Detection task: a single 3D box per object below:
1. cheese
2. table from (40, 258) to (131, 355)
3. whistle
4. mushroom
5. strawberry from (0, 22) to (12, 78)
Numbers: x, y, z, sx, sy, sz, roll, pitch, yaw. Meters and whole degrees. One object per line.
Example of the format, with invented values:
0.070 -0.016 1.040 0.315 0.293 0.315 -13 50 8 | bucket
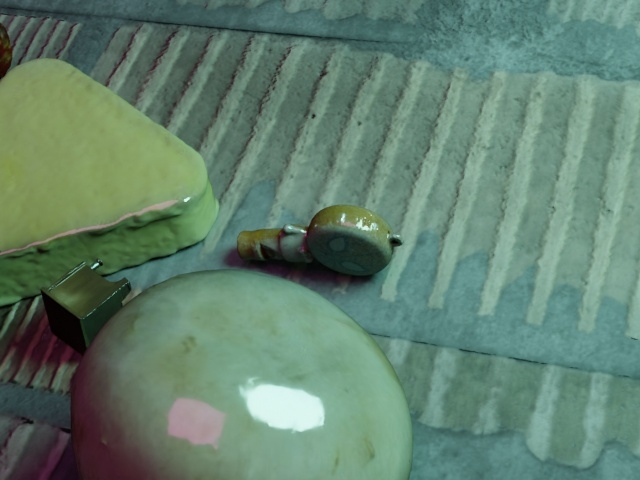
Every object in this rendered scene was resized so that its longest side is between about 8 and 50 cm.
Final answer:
-0.347 -0.099 1.756 0.383 0.104 0.384 -5 50 6 | cheese
-0.279 0.079 1.616 0.070 0.083 0.082 32 56 27 | table
0.000 0.000 1.626 0.220 0.107 0.057 -4 53 26 | whistle
-0.086 0.207 1.387 0.362 0.295 0.362 15 37 -12 | mushroom
-0.606 -0.255 1.805 0.343 0.292 0.292 -26 52 -5 | strawberry
